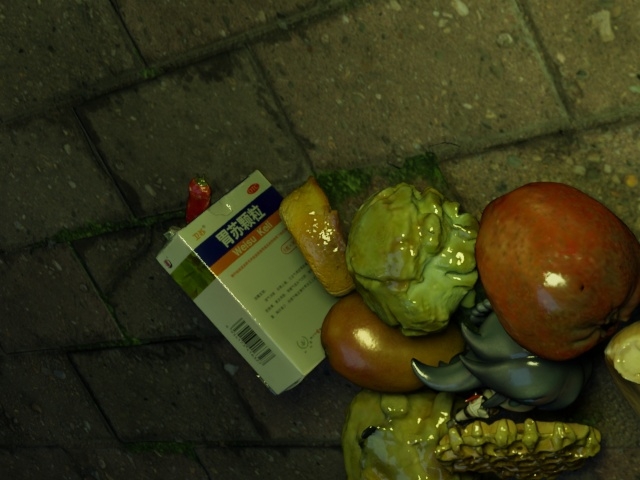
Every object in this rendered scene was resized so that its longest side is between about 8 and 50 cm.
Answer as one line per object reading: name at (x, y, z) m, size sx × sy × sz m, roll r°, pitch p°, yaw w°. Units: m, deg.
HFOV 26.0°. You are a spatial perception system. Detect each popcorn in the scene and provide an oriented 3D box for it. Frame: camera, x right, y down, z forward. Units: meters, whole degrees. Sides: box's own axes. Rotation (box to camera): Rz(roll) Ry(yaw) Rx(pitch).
popcorn at (0.135, 0.344, 2.211) m, size 0.252 × 0.215 × 0.287 m, roll 2°, pitch 106°, yaw 45°
popcorn at (0.129, 0.026, 1.981) m, size 0.204 × 0.183 × 0.221 m, roll -126°, pitch 21°, yaw -50°

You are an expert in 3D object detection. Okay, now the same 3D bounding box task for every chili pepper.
chili pepper at (-0.214, -0.050, 2.373) m, size 0.045 × 0.027 × 0.178 m, roll 35°, pitch 143°, yaw 17°

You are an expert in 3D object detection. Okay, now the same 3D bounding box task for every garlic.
garlic at (0.457, 0.205, 1.821) m, size 0.145 × 0.164 × 0.245 m, roll -14°, pitch 117°, yaw 31°

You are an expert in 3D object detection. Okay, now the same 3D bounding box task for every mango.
mango at (0.108, 0.159, 2.106) m, size 0.221 × 0.152 × 0.120 m, roll 17°, pitch 163°, yaw 2°

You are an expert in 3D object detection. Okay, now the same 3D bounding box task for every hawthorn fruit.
hawthorn fruit at (0.292, 0.024, 1.813) m, size 0.262 × 0.210 × 0.211 m, roll 45°, pitch 145°, yaw 30°

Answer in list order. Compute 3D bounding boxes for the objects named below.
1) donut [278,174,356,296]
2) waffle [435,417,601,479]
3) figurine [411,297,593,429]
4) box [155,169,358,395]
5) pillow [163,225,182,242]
donut at (0.000, 0.001, 2.104) m, size 0.190 × 0.074 × 0.174 m, roll 64°, pitch 175°, yaw -28°
waffle at (0.281, 0.311, 2.045) m, size 0.249 × 0.253 × 0.056 m, roll 125°, pitch 144°, yaw -63°
figurine at (0.267, 0.179, 1.984) m, size 0.265 × 0.175 × 0.197 m, roll -14°, pitch 107°, yaw 41°
box at (-0.083, 0.065, 2.199) m, size 0.299 × 0.200 × 0.106 m, roll 49°, pitch 144°, yaw -1°
pillow at (-0.180, 0.060, 2.417) m, size 0.232 × 0.038 × 0.131 m, roll 31°, pitch 144°, yaw 17°
